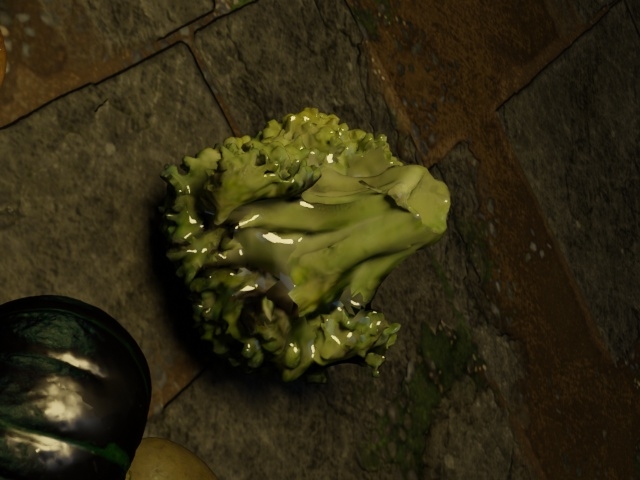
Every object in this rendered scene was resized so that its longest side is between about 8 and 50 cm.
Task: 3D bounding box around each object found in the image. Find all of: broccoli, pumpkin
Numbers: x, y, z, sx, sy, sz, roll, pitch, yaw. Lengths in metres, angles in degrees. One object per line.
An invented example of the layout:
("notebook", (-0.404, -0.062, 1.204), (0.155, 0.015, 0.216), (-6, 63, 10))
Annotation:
("broccoli", (0.008, 0.002, 1.231), (0.348, 0.281, 0.293), (-30, 100, -49))
("pumpkin", (-0.268, 0.149, 0.918), (0.248, 0.248, 0.248), (20, 62, -44))

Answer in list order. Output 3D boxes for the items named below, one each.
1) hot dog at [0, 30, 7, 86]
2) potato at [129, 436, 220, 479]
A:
("hot dog", (-0.349, -0.197, 1.069), (0.140, 0.060, 0.090), (63, 36, -22))
("potato", (-0.148, 0.298, 1.048), (0.174, 0.159, 0.251), (34, 40, -67))
